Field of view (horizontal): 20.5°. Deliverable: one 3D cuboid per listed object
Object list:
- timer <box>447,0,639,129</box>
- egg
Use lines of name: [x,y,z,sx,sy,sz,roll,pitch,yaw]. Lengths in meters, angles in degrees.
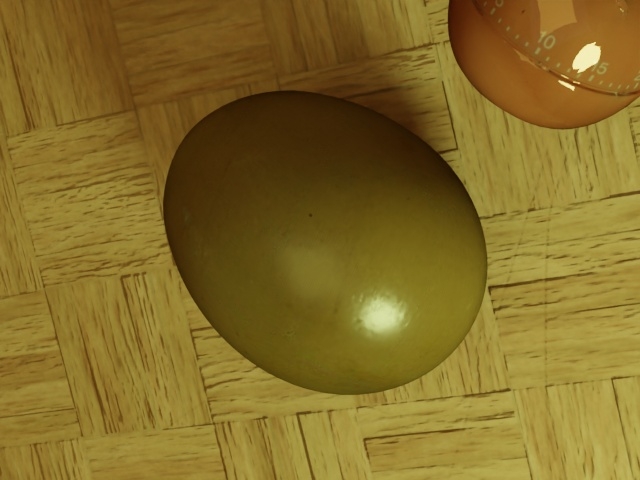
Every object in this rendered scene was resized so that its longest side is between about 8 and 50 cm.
timer: [0.245,-0.233,1.756,0.229,0.229,0.215,42,120,12]
egg: [0.000,0.000,1.894,0.374,0.301,0.301,31,114,23]
